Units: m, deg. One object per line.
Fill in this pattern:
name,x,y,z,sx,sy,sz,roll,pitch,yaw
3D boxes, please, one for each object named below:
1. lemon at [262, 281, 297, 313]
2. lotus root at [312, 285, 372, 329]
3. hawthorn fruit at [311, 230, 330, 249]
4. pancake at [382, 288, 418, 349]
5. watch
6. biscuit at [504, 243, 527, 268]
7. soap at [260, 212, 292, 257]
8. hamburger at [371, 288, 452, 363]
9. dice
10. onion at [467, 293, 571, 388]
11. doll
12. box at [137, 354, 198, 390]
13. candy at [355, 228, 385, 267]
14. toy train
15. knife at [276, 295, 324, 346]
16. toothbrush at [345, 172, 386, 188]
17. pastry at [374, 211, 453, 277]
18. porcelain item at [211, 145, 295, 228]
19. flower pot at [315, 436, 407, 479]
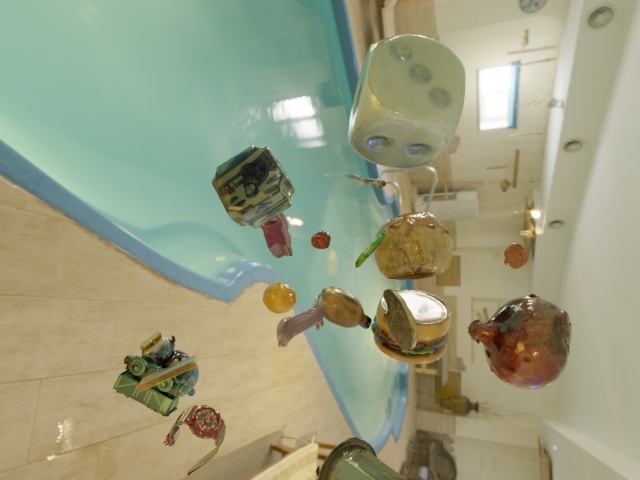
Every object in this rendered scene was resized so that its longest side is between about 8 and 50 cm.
lemon,-0.187,0.255,1.801,0.142,0.187,0.142,3,84,-36
lotus root,0.118,0.331,1.901,0.310,0.183,0.182,30,49,-13
hawthorn fruit,0.000,0.000,1.773,0.093,0.093,0.093,-1,90,-68
pancake,0.311,0.312,1.590,0.253,0.037,0.253,165,-90,-73
watch,-0.403,0.632,1.271,0.165,0.268,0.102,38,26,-5
biscuit,0.649,0.055,1.343,0.091,0.078,0.015,53,7,-16
soap,-0.214,-0.040,1.972,0.289,0.112,0.182,76,1,-69
hamburger,0.449,0.447,2.025,0.396,0.396,0.277,-39,136,-63
dice,0.230,-0.376,1.125,0.264,0.263,0.267,111,-11,-72
onion,0.762,0.370,1.490,0.354,0.354,0.353,-1,90,-68
doll,-0.608,0.521,1.650,0.177,0.141,0.314,-45,116,-38
box,-0.422,0.368,1.123,0.022,0.156,0.089,68,-17,1
candy,0.208,0.035,1.662,0.178,0.032,0.102,-44,171,-33
toy train,-0.629,0.530,1.501,0.154,0.270,0.115,-64,178,-1
knife,-0.065,0.286,1.434,0.399,0.038,0.132,-4,88,-70
toothbrush,0.188,-0.267,1.773,0.035,0.042,0.413,54,-5,-21
pastry,0.436,0.024,1.925,0.388,0.389,0.312,35,47,-64
porcelain item,-0.270,-0.218,1.613,0.285,0.282,0.157,60,3,25
flower pot,0.164,0.838,1.334,0.291,0.259,0.290,4,83,-36
